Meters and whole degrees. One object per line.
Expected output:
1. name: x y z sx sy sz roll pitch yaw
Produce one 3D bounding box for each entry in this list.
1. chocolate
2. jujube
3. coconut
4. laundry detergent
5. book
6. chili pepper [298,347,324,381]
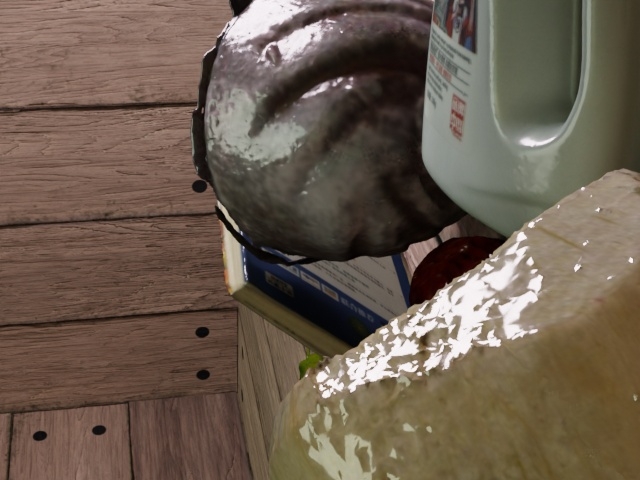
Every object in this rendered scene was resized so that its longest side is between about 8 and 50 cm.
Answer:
1. chocolate: 0.053 -0.108 1.012 0.213 0.303 0.303 11 108 46
2. jujube: 0.138 0.049 0.965 0.176 0.112 0.109 -121 29 -77
3. coconut: 0.135 0.136 0.524 0.254 0.297 0.297 54 158 19
4. laundry detergent: 0.161 -0.212 0.727 0.264 0.124 0.398 -114 24 -65
5. book: 0.000 0.000 1.260 0.039 0.300 0.428 -45 29 21
6. chili pepper: -0.002 0.249 1.934 0.072 0.073 0.204 56 179 -23
